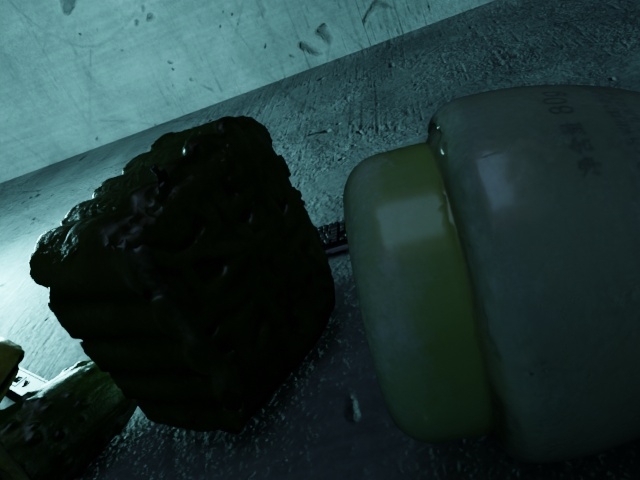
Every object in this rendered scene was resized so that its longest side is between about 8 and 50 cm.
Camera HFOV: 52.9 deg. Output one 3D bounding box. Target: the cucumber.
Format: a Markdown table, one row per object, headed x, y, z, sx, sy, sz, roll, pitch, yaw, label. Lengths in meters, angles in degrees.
| x | y | z | sx | sy | sz | roll | pitch | yaw | label |
| --- | --- | --- | --- | --- | --- | --- | --- | --- | --- |
| -0.310 | 0.224 | 0.841 | 0.134 | 0.134 | 0.244 | 1 | 27 | 40 | cucumber |

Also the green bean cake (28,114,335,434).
| x | y | z | sx | sy | sz | roll | pitch | yaw | label |
| --- | --- | --- | --- | --- | --- | --- | --- | --- | --- |
| -0.137 | 0.034 | 0.803 | 0.218 | 0.335 | 0.319 | -4 | 37 | 36 | green bean cake |

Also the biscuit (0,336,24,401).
| x | y | z | sx | sy | sz | roll | pitch | yaw | label |
| --- | --- | --- | --- | --- | --- | --- | --- | --- | --- |
| -0.510 | 0.287 | 0.845 | 0.287 | 0.057 | 0.343 | -33 | 24 | 55 | biscuit |

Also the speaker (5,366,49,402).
| x | y | z | sx | sy | sz | roll | pitch | yaw | label |
| --- | --- | --- | --- | --- | --- | --- | --- | --- | --- |
| -0.468 | 0.235 | 1.020 | 0.191 | 0.046 | 0.040 | 5 | 38 | 44 | speaker |

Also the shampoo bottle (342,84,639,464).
| x | y | z | sx | sy | sz | roll | pitch | yaw | label |
| --- | --- | --- | --- | --- | --- | --- | --- | --- | --- |
| 0.191 | 0.023 | 0.569 | 0.317 | 0.322 | 0.322 | -15 | 27 | 8 | shampoo bottle |

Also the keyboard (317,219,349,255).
| x | y | z | sx | sy | sz | roll | pitch | yaw | label |
| --- | --- | --- | --- | --- | --- | --- | --- | --- | --- |
| 0.000 | 0.000 | 1.100 | 0.230 | 0.025 | 0.093 | -17 | 30 | 13 | keyboard |
